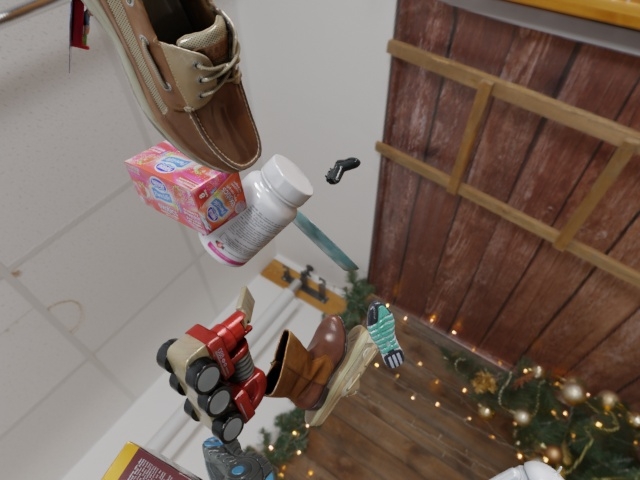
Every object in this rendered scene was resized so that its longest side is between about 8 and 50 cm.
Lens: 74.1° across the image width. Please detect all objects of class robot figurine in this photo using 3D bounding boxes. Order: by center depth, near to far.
[{"bbox_3d":[0.680,0.877,1.416,0.353,0.300,0.199,-37,18,16],"label":"robot figurine"}]

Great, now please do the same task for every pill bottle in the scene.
[{"bbox_3d":[-0.162,-0.073,1.073,0.283,0.160,0.160,-41,-15,21],"label":"pill bottle"}]

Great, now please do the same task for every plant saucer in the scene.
[{"bbox_3d":[0.000,0.000,1.413,0.043,0.318,0.317,-47,-23,-1],"label":"plant saucer"}]

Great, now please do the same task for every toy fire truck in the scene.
[{"bbox_3d":[-0.173,0.222,0.839,0.246,0.159,0.217,-40,-49,-37],"label":"toy fire truck"}]

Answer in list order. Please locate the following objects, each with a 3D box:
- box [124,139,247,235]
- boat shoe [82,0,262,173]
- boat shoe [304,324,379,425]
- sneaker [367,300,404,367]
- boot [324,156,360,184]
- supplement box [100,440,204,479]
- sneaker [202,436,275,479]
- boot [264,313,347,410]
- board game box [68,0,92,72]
[{"bbox_3d":[-0.305,-0.128,0.963,0.128,0.257,0.122,-41,-40,-34],"label":"box"},{"bbox_3d":[-0.151,-0.207,0.478,0.123,0.117,0.324,-57,-43,-27],"label":"boat shoe"},{"bbox_3d":[0.077,0.436,1.323,0.341,0.110,0.122,-56,13,-10],"label":"boat shoe"},{"bbox_3d":[0.179,0.272,1.270,0.083,0.098,0.223,-20,-73,-7],"label":"sneaker"},{"bbox_3d":[0.079,-0.250,1.535,0.045,0.121,0.099,51,-122,-36],"label":"boot"},{"bbox_3d":[-0.229,0.418,0.637,0.129,0.194,0.191,-59,-8,-30],"label":"supplement box"},{"bbox_3d":[-0.216,0.651,1.150,0.125,0.341,0.139,-8,-85,-32],"label":"sneaker"},{"bbox_3d":[-0.040,0.265,1.028,0.264,0.096,0.280,-64,-32,-19],"label":"boot"},{"bbox_3d":[-0.343,-0.325,0.616,0.033,0.133,0.169,3,-23,-30],"label":"board game box"}]
